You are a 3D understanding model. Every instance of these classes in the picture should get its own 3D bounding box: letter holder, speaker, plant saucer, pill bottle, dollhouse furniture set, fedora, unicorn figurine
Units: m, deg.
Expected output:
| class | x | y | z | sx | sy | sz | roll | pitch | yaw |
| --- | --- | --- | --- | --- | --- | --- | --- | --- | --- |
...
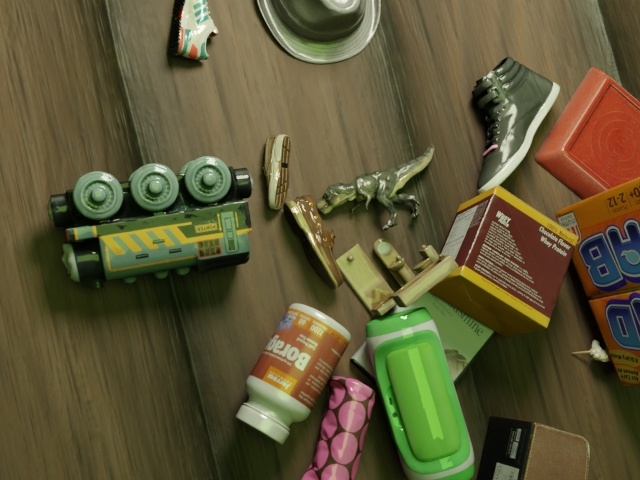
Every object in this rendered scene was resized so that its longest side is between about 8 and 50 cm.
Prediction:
| class | x | y | z | sx | sy | sz | roll | pitch | yaw |
| --- | --- | --- | --- | --- | --- | --- | --- | --- | --- |
| letter holder | 0.397 | 0.490 | 1.439 | 0.215 | 0.152 | 0.301 | 19 | 77 | -15 |
| speaker | 0.170 | 0.271 | 1.393 | 0.131 | 0.131 | 0.296 | -15 | 87 | -18 |
| plant saucer | 0.601 | -0.189 | 1.648 | 0.259 | 0.048 | 0.258 | 38 | 74 | -9 |
| pill bottle | -0.049 | 0.224 | 1.360 | 0.121 | 0.121 | 0.216 | 33 | 74 | -9 |
| dollhouse furniture set | 0.127 | 0.041 | 1.413 | 0.144 | 0.151 | 0.123 | -37 | 93 | -10 |
| fedora | 0.008 | -0.475 | 1.476 | 0.244 | 0.124 | 0.275 | -10 | 85 | -17 |
| unicorn figurine | 0.590 | 0.203 | 1.581 | 0.162 | 0.060 | 0.111 | 28 | 71 | -8 |

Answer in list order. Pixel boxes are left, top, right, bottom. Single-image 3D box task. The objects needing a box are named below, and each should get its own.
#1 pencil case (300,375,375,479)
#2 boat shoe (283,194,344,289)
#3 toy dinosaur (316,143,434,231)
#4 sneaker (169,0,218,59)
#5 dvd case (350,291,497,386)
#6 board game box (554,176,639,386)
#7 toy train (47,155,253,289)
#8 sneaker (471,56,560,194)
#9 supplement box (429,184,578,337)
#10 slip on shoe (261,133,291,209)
| class | x | y | z | sx | sy | sz | roll | pitch | yaw |
| --- | --- | --- | --- | --- | --- | --- | --- | --- | --- |
| pencil case | 0.027 | 0.338 | 1.385 | 0.095 | 0.098 | 0.209 | 36 | 67 | -55 |
| boat shoe | 0.000 | 0.000 | 1.437 | 0.060 | 0.064 | 0.178 | -27 | 87 | -18 |
| toy dinosaur | 0.128 | -0.086 | 1.491 | 0.268 | 0.064 | 0.118 | -24 | 83 | -21 |
| sneaker | -0.219 | -0.395 | 1.442 | 0.075 | 0.057 | 0.161 | 14 | 77 | -31 |
| dvd case | 0.198 | 0.187 | 1.490 | 0.180 | 0.022 | 0.253 | 44 | 73 | -6 |
| board game box | 0.711 | 0.026 | 1.430 | 0.357 | 0.356 | 0.356 | -18 | 84 | -17 |
| toy train | -0.266 | -0.030 | 1.333 | 0.334 | 0.142 | 0.190 | -10 | 95 | -17 |
| sneaker | 0.333 | -0.225 | 1.551 | 0.147 | 0.104 | 0.295 | 35 | 68 | -7 |
| supplement box | 0.331 | 0.041 | 1.478 | 0.191 | 0.129 | 0.194 | 31 | 67 | -12 |
| slip on shoe | -0.083 | -0.122 | 1.445 | 0.041 | 0.051 | 0.135 | 4 | 89 | 24 |
